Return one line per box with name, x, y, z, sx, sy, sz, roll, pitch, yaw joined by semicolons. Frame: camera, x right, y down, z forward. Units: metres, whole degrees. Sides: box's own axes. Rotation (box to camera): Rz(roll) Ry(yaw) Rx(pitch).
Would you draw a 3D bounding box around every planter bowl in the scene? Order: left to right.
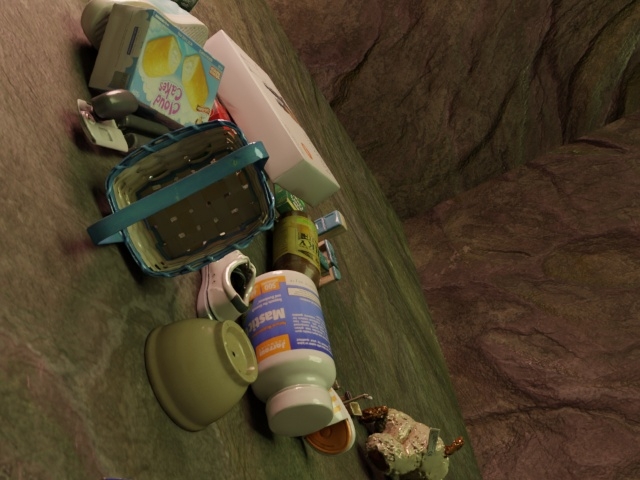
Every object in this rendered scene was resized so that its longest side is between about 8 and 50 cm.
planter bowl;-0.159;0.178;1.058;0.162;0.109;0.162;58;14;-24

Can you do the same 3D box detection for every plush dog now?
plush dog;0.207;0.490;1.775;0.262;0.211;0.225;59;-12;-29

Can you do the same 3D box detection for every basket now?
basket;-0.195;-0.059;1.075;0.201;0.255;0.289;65;-6;-5

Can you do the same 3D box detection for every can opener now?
can opener;-0.300;-0.185;1.213;0.076;0.095;0.283;66;14;6

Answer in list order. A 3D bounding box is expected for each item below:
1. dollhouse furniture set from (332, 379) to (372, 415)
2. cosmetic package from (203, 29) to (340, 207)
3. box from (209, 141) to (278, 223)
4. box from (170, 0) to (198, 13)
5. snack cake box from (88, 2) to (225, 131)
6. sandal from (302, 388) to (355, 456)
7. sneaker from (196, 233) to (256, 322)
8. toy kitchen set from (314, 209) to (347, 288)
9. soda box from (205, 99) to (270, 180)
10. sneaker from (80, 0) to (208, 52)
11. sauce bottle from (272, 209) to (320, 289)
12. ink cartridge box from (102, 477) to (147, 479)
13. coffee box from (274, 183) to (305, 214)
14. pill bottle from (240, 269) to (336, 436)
dollhouse furniture set;0.087;0.362;1.710;0.114;0.081;0.091;34;33;-65
cosmetic package;-0.120;-0.275;1.724;0.377;0.097;0.284;58;12;16
box;-0.179;-0.113;1.580;0.180;0.078;0.147;38;29;-62
box;-0.373;-0.582;1.545;0.220;0.051;0.175;26;20;-44
snack cake box;-0.287;-0.298;1.331;0.264;0.089;0.152;22;82;-70
sandal;-0.034;0.285;1.383;0.265;0.102;0.076;60;12;20
sneaker;-0.158;0.059;1.313;0.094;0.091;0.258;54;17;-36
toy kitchen set;0.000;0.000;1.957;0.166;0.122;0.207;47;21;-51
soda box;-0.199;-0.212;1.670;0.263;0.083;0.092;38;27;-60
sneaker;-0.365;-0.419;1.415;0.150;0.135;0.366;36;15;11
sauce bottle;-0.054;0.061;1.669;0.111;0.111;0.344;56;16;-32
ink cartridge box;-0.133;0.434;0.800;0.176;0.069;0.370;40;25;-60
coffee box;-0.083;-0.112;2.024;0.113;0.040;0.184;55;16;-33
pill bottle;-0.057;0.200;1.311;0.152;0.152;0.272;50;19;-46
